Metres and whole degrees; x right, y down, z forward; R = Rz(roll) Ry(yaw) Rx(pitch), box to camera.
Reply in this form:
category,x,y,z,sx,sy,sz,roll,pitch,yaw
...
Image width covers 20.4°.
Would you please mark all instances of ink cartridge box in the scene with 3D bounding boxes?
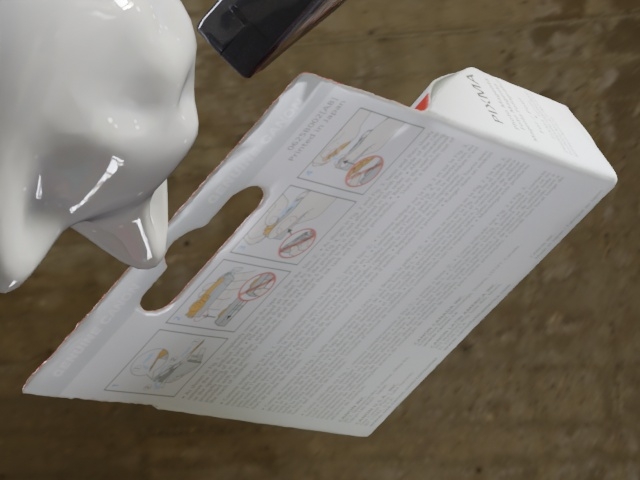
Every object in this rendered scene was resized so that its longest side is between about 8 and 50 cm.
category,x,y,z,sx,sy,sz,roll,pitch,yaw
ink cartridge box,0.000,0.000,0.778,0.189,0.232,0.066,-47,-129,22

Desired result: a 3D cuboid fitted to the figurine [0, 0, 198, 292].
category,x,y,z,sx,sy,sz,roll,pitch,yaw
figurine,-0.099,-0.090,0.349,0.092,0.215,0.209,-15,-98,27

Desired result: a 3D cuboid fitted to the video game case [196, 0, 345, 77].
category,x,y,z,sx,sy,sz,roll,pitch,yaw
video game case,0.093,-0.197,0.670,0.035,0.275,0.248,45,-47,-2
